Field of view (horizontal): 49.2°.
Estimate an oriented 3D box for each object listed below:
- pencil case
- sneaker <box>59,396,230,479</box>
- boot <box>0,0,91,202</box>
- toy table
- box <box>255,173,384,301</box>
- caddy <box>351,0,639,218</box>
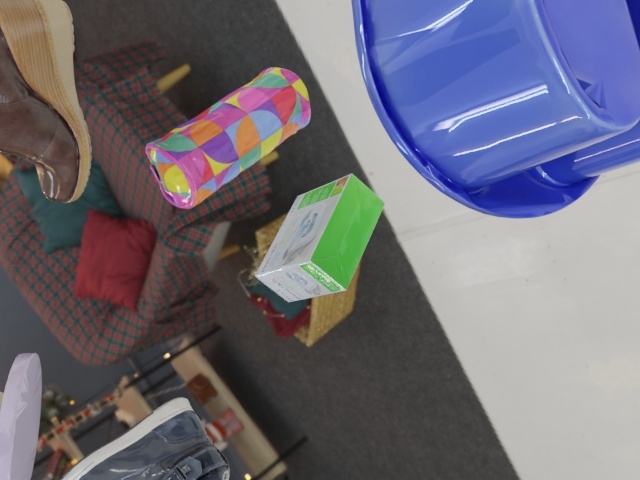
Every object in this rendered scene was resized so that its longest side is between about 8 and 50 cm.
[{"bbox_3d":[-0.115,-0.138,0.909,0.104,0.236,0.104,30,143,27],"label":"pencil case"},{"bbox_3d":[-0.219,0.324,0.870,0.163,0.226,0.086,46,161,25],"label":"sneaker"},{"bbox_3d":[-0.342,-0.118,0.685,0.090,0.207,0.248,44,141,33],"label":"boot"},{"bbox_3d":[-0.583,0.324,1.195,0.252,0.161,0.274,101,167,-47],"label":"toy table"},{"bbox_3d":[0.000,0.000,1.678,0.127,0.262,0.231,40,149,-24],"label":"box"},{"bbox_3d":[0.137,-0.187,0.451,0.179,0.241,0.341,-9,87,62],"label":"caddy"}]
